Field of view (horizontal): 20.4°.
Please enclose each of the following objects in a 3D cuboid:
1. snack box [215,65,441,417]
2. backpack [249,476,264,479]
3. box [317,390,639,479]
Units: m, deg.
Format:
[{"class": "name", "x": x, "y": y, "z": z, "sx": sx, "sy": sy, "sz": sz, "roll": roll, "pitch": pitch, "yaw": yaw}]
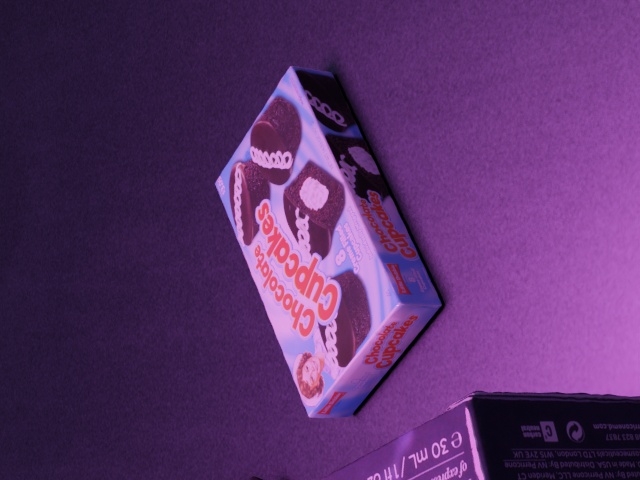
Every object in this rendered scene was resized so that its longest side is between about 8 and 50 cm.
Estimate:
[{"class": "snack box", "x": 0.000, "y": 0.000, "z": 1.832, "sx": 0.187, "sy": 0.060, "sz": 0.322, "roll": -54, "pitch": 46, "yaw": 37}, {"class": "backpack", "x": -0.153, "y": 0.418, "z": 1.894, "sx": 0.276, "sy": 0.213, "sz": 0.263, "roll": -38, "pitch": 67, "yaw": 43}, {"class": "box", "x": 0.150, "y": 0.357, "z": 1.448, "sx": 0.293, "sy": 0.212, "sz": 0.395, "roll": -36, "pitch": 58, "yaw": 47}]
